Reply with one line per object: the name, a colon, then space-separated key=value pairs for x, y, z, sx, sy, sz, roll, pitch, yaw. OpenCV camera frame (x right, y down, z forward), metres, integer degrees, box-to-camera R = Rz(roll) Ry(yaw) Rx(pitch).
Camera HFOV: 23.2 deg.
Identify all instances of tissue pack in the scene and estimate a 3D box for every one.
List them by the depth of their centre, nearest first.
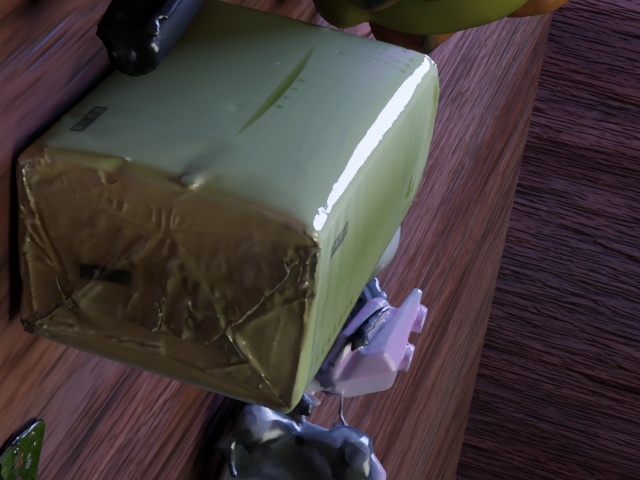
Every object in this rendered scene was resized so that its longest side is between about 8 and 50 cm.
tissue pack: x=-0.044 y=-0.030 z=0.848 sx=0.234 sy=0.159 sz=0.125 roll=-56 pitch=158 yaw=-56

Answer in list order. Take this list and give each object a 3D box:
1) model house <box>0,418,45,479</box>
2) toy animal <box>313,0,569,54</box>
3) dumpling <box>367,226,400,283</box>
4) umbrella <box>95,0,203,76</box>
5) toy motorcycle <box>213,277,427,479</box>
model house: x=-0.149 y=0.184 z=0.821 sx=0.167 sy=0.088 sz=0.117 roll=-50 pitch=152 yaw=-63
toy animal: x=0.075 y=-0.242 z=1.070 sx=0.338 sy=0.216 sz=0.191 roll=5 pitch=74 yaw=-74
dumpling: x=0.000 y=0.000 z=1.253 sx=0.127 sy=0.108 sz=0.188 roll=-51 pitch=-157 yaw=43
umbrella: x=-0.028 y=-0.207 z=0.807 sx=0.118 sy=0.118 sz=0.340 roll=91 pitch=19 yaw=-51
toy motorcycle: x=0.012 y=0.172 z=1.297 sx=0.143 sy=0.188 sz=0.327 roll=100 pitch=11 yaw=-61
